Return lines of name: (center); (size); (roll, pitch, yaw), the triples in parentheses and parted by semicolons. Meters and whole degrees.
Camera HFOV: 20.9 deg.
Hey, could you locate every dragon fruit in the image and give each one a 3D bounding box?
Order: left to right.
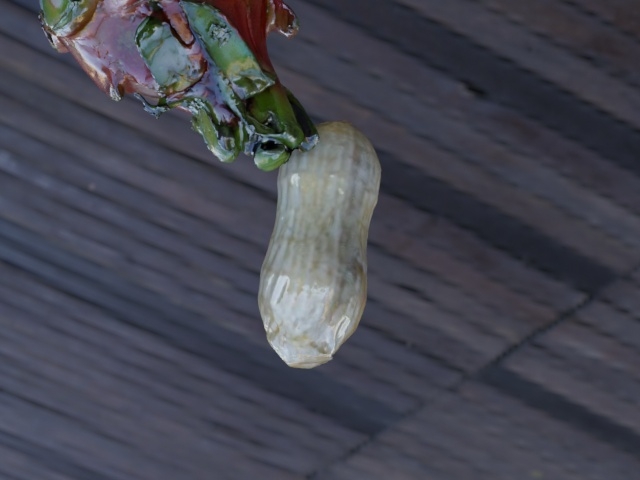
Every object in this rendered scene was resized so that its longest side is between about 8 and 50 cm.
dragon fruit: (-0.119, -0.173, 1.341); (0.200, 0.269, 0.198); (9, 134, -44)

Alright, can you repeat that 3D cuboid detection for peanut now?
peanut: (0.000, 0.000, 1.374); (0.087, 0.206, 0.087); (8, 158, 3)
